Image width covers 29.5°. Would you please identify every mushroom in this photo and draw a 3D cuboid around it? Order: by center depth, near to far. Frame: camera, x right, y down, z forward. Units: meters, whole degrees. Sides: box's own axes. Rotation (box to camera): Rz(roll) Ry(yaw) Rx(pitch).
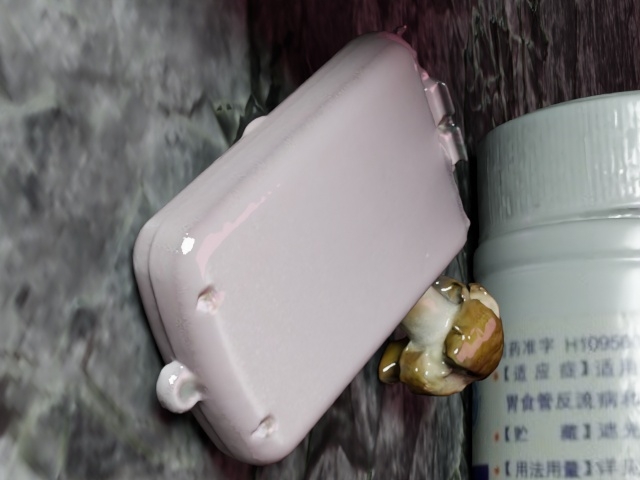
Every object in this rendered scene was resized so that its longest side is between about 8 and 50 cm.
[{"bbox_3d":[0.030,0.017,0.537,0.187,0.060,0.061,46,60,-47],"label":"mushroom"}]

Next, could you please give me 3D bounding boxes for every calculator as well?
[{"bbox_3d":[0.000,0.000,0.427,0.175,0.032,0.100,-46,128,-37],"label":"calculator"}]

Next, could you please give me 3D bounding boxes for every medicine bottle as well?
[{"bbox_3d":[0.186,0.088,0.729,0.190,0.190,0.332,28,62,-65],"label":"medicine bottle"}]
